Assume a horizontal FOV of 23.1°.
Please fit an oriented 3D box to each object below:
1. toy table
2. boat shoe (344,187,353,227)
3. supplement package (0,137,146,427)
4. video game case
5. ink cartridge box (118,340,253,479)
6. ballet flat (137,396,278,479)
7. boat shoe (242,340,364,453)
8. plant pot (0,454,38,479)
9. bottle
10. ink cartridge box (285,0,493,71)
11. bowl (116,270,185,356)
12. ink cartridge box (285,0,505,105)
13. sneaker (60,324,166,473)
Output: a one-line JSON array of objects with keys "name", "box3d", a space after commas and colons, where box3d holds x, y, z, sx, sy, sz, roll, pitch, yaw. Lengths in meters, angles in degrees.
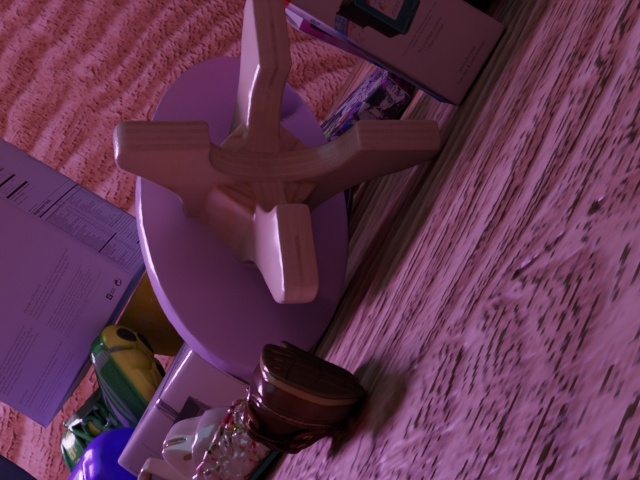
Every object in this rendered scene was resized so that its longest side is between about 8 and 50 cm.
[{"name": "toy table", "box3d": [-0.046, -0.047, 1.240, 0.161, 0.252, 0.274, 126, 128, -64]}, {"name": "boat shoe", "box3d": [0.000, 0.000, 1.516, 0.049, 0.056, 0.152, 145, 146, -68]}, {"name": "supplement package", "box3d": [-0.303, 0.039, 1.592, 0.194, 0.203, 0.149, -58, 2, 18]}, {"name": "video game case", "box3d": [0.027, -0.127, 1.857, 0.210, 0.042, 0.232, -46, 7, 15]}, {"name": "ink cartridge box", "box3d": [-0.083, 0.116, 1.393, 0.218, 0.092, 0.159, -53, 8, 47]}, {"name": "ballet flat", "box3d": [-0.095, 0.181, 1.180, 0.241, 0.077, 0.091, -55, 5, 40]}, {"name": "boat shoe", "box3d": [-0.014, 0.099, 0.926, 0.178, 0.064, 0.060, 58, -123, -88]}, {"name": "plant pot", "box3d": [-0.290, 0.343, 1.402, 0.290, 0.195, 0.290, -59, 16, 30]}, {"name": "bottle", "box3d": [-0.219, 0.297, 1.555, 0.283, 0.118, 0.092, -55, 34, 40]}, {"name": "ink cartridge box", "box3d": [0.125, -0.326, 1.408, 0.371, 0.175, 0.069, -60, 36, 15]}, {"name": "bowl", "box3d": [-0.082, 0.014, 1.644, 0.289, 0.156, 0.289, -60, 4, 6]}, {"name": "ink cartridge box", "box3d": [0.030, -0.204, 1.301, 0.078, 0.231, 0.134, -59, 4, 5]}, {"name": "sneaker", "box3d": [-0.201, 0.197, 1.584, 0.123, 0.109, 0.296, -21, -34, -14]}]
